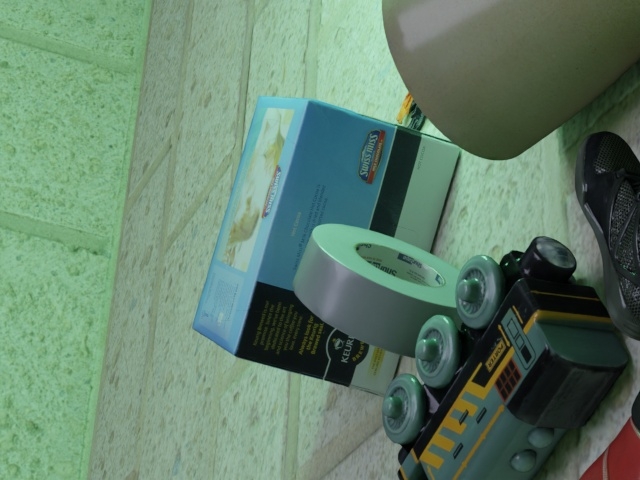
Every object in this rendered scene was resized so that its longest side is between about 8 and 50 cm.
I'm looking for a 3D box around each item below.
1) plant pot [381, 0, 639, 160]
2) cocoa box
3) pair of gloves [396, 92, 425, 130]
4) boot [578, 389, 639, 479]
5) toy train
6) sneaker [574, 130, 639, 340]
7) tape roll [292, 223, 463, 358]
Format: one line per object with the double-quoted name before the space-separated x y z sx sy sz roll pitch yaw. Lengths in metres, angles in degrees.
"plant pot" 0.250 -0.251 1.511 0.274 0.256 0.257 -26 49 42
"cocoa box" 0.000 0.000 1.948 0.231 0.228 0.347 -162 88 -70
"pair of gloves" 0.134 -0.187 2.054 0.074 0.010 0.083 -64 25 23
"boot" 0.290 0.230 1.216 0.244 0.088 0.176 -102 35 -59
"toy train" 0.181 0.158 1.500 0.334 0.142 0.190 -61 33 32
"sneaker" 0.310 -0.031 1.358 0.130 0.087 0.228 126 149 -44
"tape roll" 0.080 0.059 1.703 0.219 0.219 0.072 -124 53 -65
